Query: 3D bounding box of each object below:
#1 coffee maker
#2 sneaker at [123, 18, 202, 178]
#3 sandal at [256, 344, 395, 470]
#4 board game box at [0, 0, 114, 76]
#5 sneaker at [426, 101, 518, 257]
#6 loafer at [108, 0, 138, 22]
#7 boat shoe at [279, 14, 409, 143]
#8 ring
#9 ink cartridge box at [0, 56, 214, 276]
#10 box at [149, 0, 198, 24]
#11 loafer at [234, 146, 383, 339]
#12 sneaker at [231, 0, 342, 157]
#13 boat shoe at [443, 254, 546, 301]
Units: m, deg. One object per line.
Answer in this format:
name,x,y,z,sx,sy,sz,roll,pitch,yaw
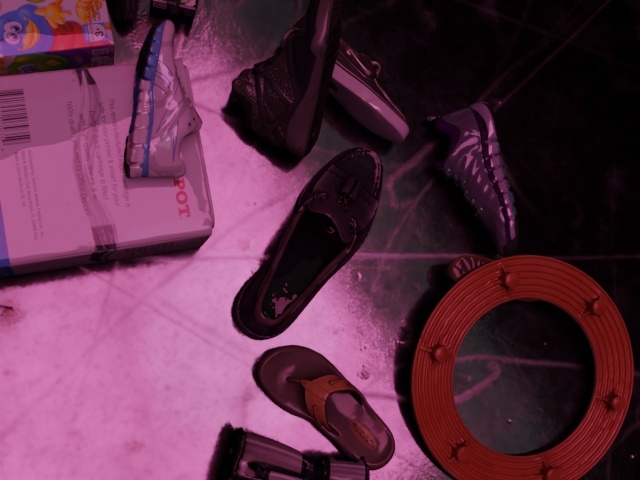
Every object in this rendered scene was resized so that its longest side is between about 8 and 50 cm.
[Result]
coffee maker,-0.044,0.335,1.108,0.178,0.120,0.171,18,101,-9
sneaker,-0.177,-0.160,1.036,0.083,0.071,0.190,8,86,-20
sandal,0.014,0.217,1.155,0.219,0.060,0.090,46,74,-4
board game box,-0.402,-0.262,1.083,0.275,0.144,0.142,-10,85,-14
sneaker,0.213,-0.079,1.252,0.098,0.083,0.223,-12,79,5
loafer,-0.247,-0.371,1.182,0.061,0.062,0.170,4,87,-42
boat shoe,0.047,-0.226,1.221,0.219,0.078,0.070,42,76,-3
ring,0.284,0.188,1.213,0.336,0.032,0.336,0,91,-15
ink cartridge box,-0.303,-0.083,1.087,0.307,0.129,0.223,-9,83,-15
box,-0.193,-0.343,1.193,0.062,0.052,0.083,10,79,-13
loafer,0.000,0.000,1.166,0.109,0.095,0.302,36,75,-6
sneaker,-0.048,-0.230,1.155,0.130,0.087,0.227,20,118,8
boat shoe,0.245,0.049,1.241,0.152,0.049,0.056,16,87,-15
